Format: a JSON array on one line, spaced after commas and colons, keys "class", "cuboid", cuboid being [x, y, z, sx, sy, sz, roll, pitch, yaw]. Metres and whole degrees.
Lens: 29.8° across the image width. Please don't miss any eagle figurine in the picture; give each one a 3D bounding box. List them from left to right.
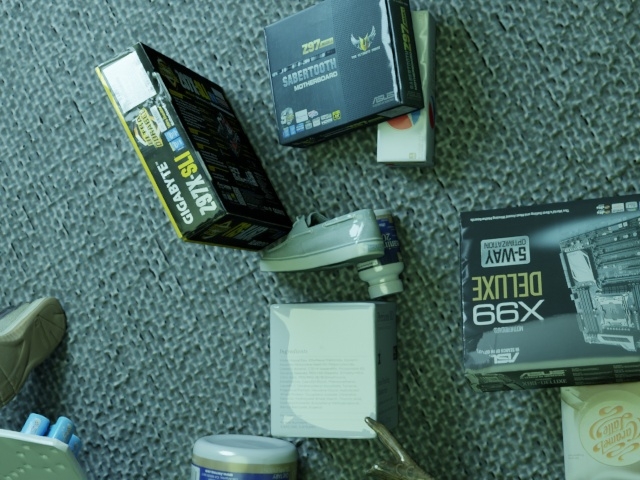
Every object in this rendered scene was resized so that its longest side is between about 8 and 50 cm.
[{"class": "eagle figurine", "cuboid": [0.105, 0.417, 1.591, 0.225, 0.226, 0.298, 8, 126, -23]}]

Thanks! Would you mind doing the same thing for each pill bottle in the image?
[{"class": "pill bottle", "cuboid": [-0.114, 0.417, 1.712, 0.153, 0.153, 0.265, 4, 89, 16]}, {"class": "pill bottle", "cuboid": [0.082, 0.020, 1.718, 0.067, 0.067, 0.120, -15, 84, 14]}]

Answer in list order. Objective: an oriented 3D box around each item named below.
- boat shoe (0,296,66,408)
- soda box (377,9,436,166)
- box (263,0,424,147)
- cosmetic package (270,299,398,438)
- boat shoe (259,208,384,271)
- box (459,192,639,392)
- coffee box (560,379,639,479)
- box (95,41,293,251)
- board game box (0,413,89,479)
[{"class": "boat shoe", "cuboid": [-0.484, 0.173, 1.775, 0.092, 0.285, 0.103, -7, 114, 27]}, {"class": "soda box", "cuboid": [0.124, -0.214, 1.716, 0.074, 0.069, 0.216, 0, 88, 16]}, {"class": "box", "cuboid": [0.029, -0.247, 1.700, 0.232, 0.059, 0.183, -14, 79, 39]}, {"class": "cosmetic package", "cuboid": [0.021, 0.176, 1.685, 0.151, 0.151, 0.184, -1, 88, 15]}, {"class": "boat shoe", "cuboid": [0.000, 0.000, 1.707, 0.227, 0.079, 0.081, -12, 80, 44]}, {"class": "box", "cuboid": [0.341, 0.068, 1.595, 0.307, 0.076, 0.242, -5, 62, 15]}, {"class": "coffee box", "cuboid": [0.447, 0.249, 1.590, 0.246, 0.098, 0.141, -3, 87, 16]}, {"class": "box", "cuboid": [-0.162, -0.117, 1.661, 0.079, 0.322, 0.257, -31, 81, 11]}, {"class": "board game box", "cuboid": [-0.476, 0.342, 1.726, 0.390, 0.390, 0.050, 7, 53, 16]}]
